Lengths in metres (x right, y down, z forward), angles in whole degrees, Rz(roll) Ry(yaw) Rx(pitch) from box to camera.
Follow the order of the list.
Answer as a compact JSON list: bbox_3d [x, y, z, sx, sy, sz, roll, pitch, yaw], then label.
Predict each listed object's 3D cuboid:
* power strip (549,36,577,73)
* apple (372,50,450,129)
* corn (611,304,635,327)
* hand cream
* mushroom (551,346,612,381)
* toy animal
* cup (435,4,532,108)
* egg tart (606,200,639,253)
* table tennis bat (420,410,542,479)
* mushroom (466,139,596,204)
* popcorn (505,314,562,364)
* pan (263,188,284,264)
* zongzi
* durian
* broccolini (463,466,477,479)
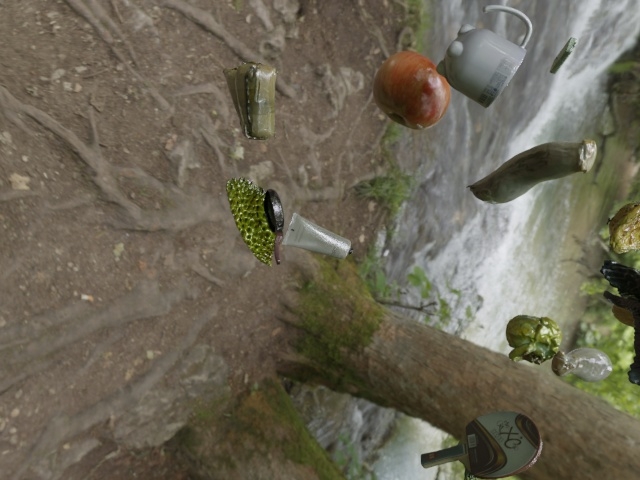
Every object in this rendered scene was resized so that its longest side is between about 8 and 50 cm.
[{"bbox_3d":[0.549,-0.417,1.009,0.090,0.016,0.040,83,32,-75],"label":"power strip"},{"bbox_3d":[0.240,-0.395,1.178,0.210,0.209,0.164,27,97,-47],"label":"apple"},{"bbox_3d":[1.214,0.278,1.659,0.347,0.130,0.130,-17,128,-82],"label":"corn"},{"bbox_3d":[0.000,0.000,1.148,0.186,0.054,0.087,21,94,-17],"label":"hand cream"},{"bbox_3d":[0.831,0.391,1.408,0.225,0.093,0.116,18,92,-32],"label":"mushroom"},{"bbox_3d":[0.691,0.126,0.916,0.272,0.197,0.160,62,27,-13],"label":"toy animal"},{"bbox_3d":[0.341,-0.388,0.935,0.134,0.142,0.173,-56,178,-35],"label":"cup"},{"bbox_3d":[0.604,-0.035,0.855,0.131,0.052,0.130,-11,130,-14],"label":"egg tart"},{"bbox_3d":[0.387,0.510,1.095,0.022,0.301,0.173,54,26,-20],"label":"table tennis bat"},{"bbox_3d":[0.525,-0.173,1.136,0.098,0.351,0.109,-1,77,-25],"label":"mushroom"},{"bbox_3d":[0.748,0.358,1.588,0.212,0.198,0.197,-53,137,-32],"label":"popcorn"},{"bbox_3d":[-0.108,-0.035,1.101,0.040,0.211,0.114,-6,148,-13],"label":"pan"},{"bbox_3d":[-0.198,-0.367,1.173,0.099,0.198,0.194,-14,113,-42],"label":"zongzi"},{"bbox_3d":[-0.247,-0.081,1.549,0.159,0.351,0.169,-8,155,-28],"label":"durian"},{"bbox_3d":[0.374,0.663,1.157,0.052,0.054,0.194,20,87,-56],"label":"broccolini"}]
